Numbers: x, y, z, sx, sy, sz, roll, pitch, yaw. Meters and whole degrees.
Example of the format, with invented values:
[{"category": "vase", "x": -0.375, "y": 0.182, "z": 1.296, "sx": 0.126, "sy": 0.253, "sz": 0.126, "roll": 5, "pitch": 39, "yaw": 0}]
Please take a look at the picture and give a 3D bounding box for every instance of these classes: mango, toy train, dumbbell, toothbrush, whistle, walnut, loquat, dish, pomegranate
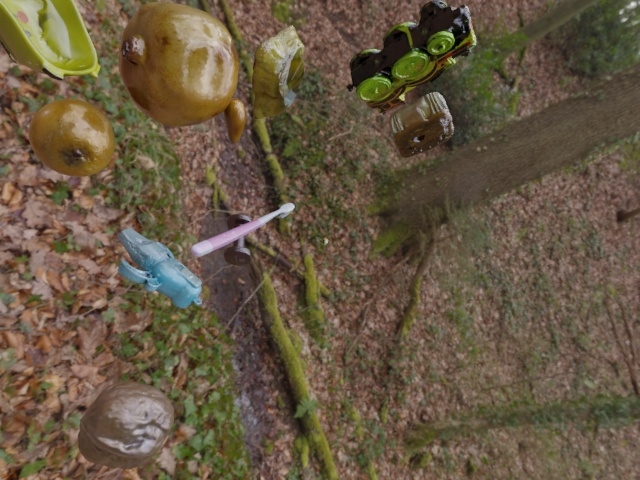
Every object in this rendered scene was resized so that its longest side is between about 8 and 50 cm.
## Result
[{"category": "mango", "x": -0.326, "y": -0.459, "z": 1.578, "sx": 0.184, "sy": 0.084, "sz": 0.102, "roll": 101, "pitch": -18, "yaw": -54}, {"category": "toy train", "x": 0.199, "y": -0.396, "z": 0.905, "sx": 0.160, "sy": 0.296, "sz": 0.101, "roll": 9, "pitch": 69, "yaw": -46}, {"category": "dumbbell", "x": -0.385, "y": -0.004, "z": 1.942, "sx": 0.140, "sy": 0.123, "sz": 0.226, "roll": 92, "pitch": -4, "yaw": -59}, {"category": "toothbrush", "x": -0.118, "y": -0.022, "z": 0.691, "sx": 0.020, "sy": 0.025, "sz": 0.286, "roll": 43, "pitch": 29, "yaw": 7}, {"category": "whistle", "x": -0.415, "y": 0.074, "z": 1.077, "sx": 0.274, "sy": 0.093, "sz": 0.186, "roll": 44, "pitch": 16, "yaw": -5}, {"category": "walnut", "x": -0.601, "y": 0.567, "z": 1.278, "sx": 0.273, "sy": 0.273, "sz": 0.227, "roll": 44, "pitch": 28, "yaw": -41}, {"category": "loquat", "x": -0.852, "y": -0.354, "z": 1.424, "sx": 0.263, "sy": 0.262, "sz": 0.263, "roll": 50, "pitch": 24, "yaw": -31}, {"category": "dish", "x": -0.622, "y": -0.461, "z": 0.890, "sx": 0.221, "sy": 0.108, "sz": 0.263, "roll": -67, "pitch": 137, "yaw": -63}, {"category": "pomegranate", "x": -0.484, "y": -0.597, "z": 1.388, "sx": 0.417, "sy": 0.416, "sz": 0.417, "roll": 50, "pitch": 24, "yaw": -31}]

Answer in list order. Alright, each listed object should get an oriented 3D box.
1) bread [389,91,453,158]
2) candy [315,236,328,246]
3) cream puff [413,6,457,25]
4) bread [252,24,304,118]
[{"category": "bread", "x": 0.343, "y": -0.384, "z": 1.404, "sx": 0.192, "sy": 0.209, "sz": 0.110, "roll": 37, "pitch": 34, "yaw": -59}, {"category": "candy", "x": 0.000, "y": 0.000, "z": 1.234, "sx": 0.083, "sy": 0.023, "sz": 0.025, "roll": -157, "pitch": -117, "yaw": -65}, {"category": "cream puff", "x": 0.305, "y": -0.540, "z": 1.074, "sx": 0.133, "sy": 0.119, "sz": 0.104, "roll": -23, "pitch": 106, "yaw": -38}, {"category": "bread", "x": -0.108, "y": -0.427, "z": 1.082, "sx": 0.161, "sy": 0.088, "sz": 0.233, "roll": -55, "pitch": 166, "yaw": -29}]
